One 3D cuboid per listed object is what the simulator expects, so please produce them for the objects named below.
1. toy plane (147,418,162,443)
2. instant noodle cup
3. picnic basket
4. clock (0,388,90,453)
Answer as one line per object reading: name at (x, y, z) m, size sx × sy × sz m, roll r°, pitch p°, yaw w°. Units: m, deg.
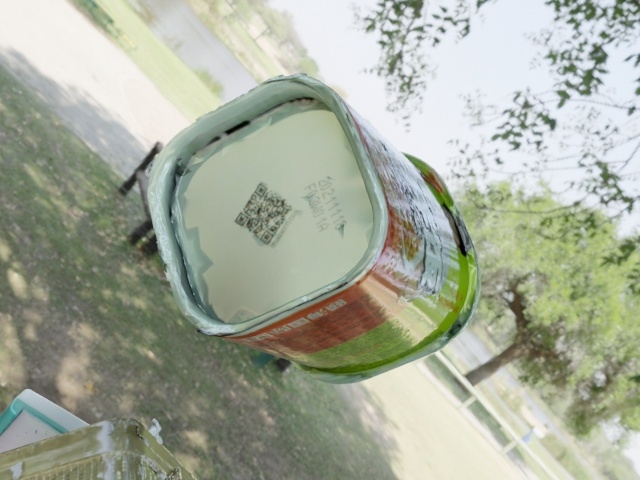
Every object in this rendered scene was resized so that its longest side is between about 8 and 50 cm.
toy plane at (-0.371, 0.427, 1.107) m, size 0.122 × 0.267 × 0.267 m, roll 42°, pitch 7°, yaw 1°
instant noodle cup at (0.000, 0.000, 0.651) m, size 0.294 × 0.294 × 0.308 m, roll 53°, pitch 10°, yaw 24°
picnic basket at (-0.172, 0.267, 0.493) m, size 0.266 × 0.165 × 0.139 m, roll 73°, pitch -1°, yaw -48°
clock at (-0.387, 0.356, 0.882) m, size 0.231 × 0.262 × 0.116 m, roll 39°, pitch 10°, yaw -11°
